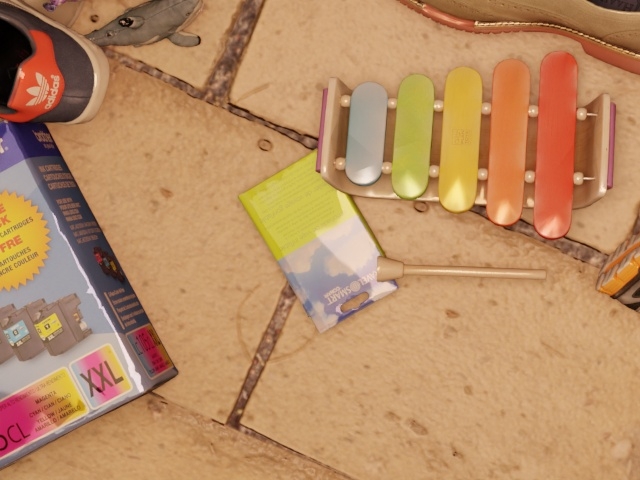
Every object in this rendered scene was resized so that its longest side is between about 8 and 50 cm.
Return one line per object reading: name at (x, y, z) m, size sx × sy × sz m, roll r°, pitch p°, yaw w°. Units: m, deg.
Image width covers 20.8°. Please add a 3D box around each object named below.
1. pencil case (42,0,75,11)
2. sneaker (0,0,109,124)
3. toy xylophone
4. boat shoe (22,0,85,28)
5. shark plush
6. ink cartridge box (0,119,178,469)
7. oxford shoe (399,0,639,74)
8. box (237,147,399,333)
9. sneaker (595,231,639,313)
pencil case at (-0.204, -0.307, 1.891) m, size 0.206 × 0.088 × 0.086 m, roll -13°, pitch 107°, yaw -16°
sneaker at (-0.394, -0.222, 1.868) m, size 0.350 × 0.148 × 0.131 m, roll 22°, pitch 105°, yaw 29°
toy xylophone at (0.157, -0.075, 1.872) m, size 0.323 × 0.081 × 0.236 m, roll -4°, pitch 77°, yaw 4°
boat shoe at (-0.300, -0.295, 1.957) m, size 0.206 × 0.075 × 0.065 m, roll -54°, pitch 43°, yaw 11°
shark plush at (-0.206, -0.247, 1.933) m, size 0.161 × 0.067 × 0.073 m, roll -5°, pitch 92°, yaw 6°
ink cartridge box at (-0.375, 0.043, 1.924) m, size 0.270 × 0.151 × 0.395 m, roll -28°, pitch 87°, yaw 6°
oxford shoe at (0.223, -0.293, 1.825) m, size 0.397 × 0.146 × 0.140 m, roll 15°, pitch 72°, yaw 11°
box at (0.000, 0.000, 1.931) m, size 0.109 × 0.042 × 0.178 m, roll -31°, pitch 89°, yaw 7°
sneaker at (0.387, 0.010, 1.844) m, size 0.083 × 0.084 × 0.215 m, roll 39°, pitch 137°, yaw -8°
